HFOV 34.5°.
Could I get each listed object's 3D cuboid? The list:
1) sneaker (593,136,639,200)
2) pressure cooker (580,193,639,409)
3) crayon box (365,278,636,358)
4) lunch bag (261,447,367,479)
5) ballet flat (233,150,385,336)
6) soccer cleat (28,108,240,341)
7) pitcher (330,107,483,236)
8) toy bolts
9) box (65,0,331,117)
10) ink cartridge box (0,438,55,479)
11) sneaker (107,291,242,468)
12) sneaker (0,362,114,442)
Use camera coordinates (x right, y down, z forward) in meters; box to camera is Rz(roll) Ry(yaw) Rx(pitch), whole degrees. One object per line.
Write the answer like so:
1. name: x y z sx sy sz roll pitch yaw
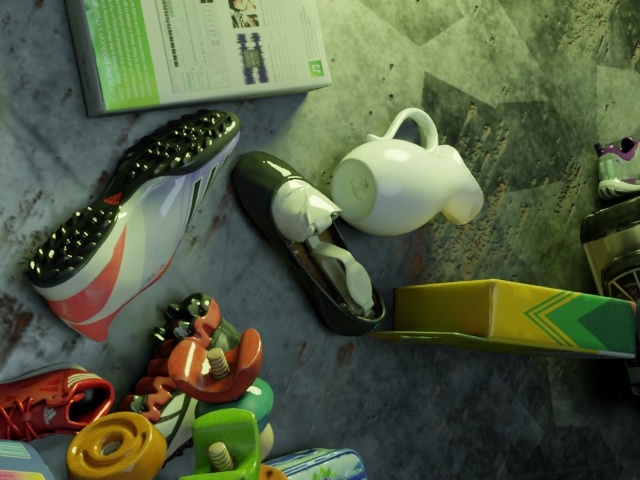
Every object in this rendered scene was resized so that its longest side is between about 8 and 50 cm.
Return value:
1. sneaker: 0.539 -0.126 1.675 0.223 0.083 0.098 -8 85 -33
2. pressure cooker: 0.610 0.105 1.495 0.375 0.370 0.421 -18 86 10
3. crayon box: 0.242 0.107 1.385 0.318 0.202 0.081 9 80 -33
4. lunch bag: -0.035 0.351 1.252 0.219 0.090 0.176 -11 89 -35
5. ballet flat: 0.000 0.000 1.298 0.095 0.096 0.280 -44 109 -28
6. soccer cleat: -0.194 -0.026 1.183 0.318 0.108 0.116 -51 134 -29
7. pitcher: 0.105 -0.095 1.374 0.207 0.125 0.178 -8 69 -44
8. toy bolts: -0.123 0.225 1.062 0.228 0.218 0.159 -77 155 -53
9. box: -0.149 -0.281 1.251 0.322 0.058 0.232 -12 92 -35
10. ink cartridge box: -0.396 0.320 0.917 0.270 0.151 0.396 11 96 -31
11. sneaker: -0.165 0.201 1.171 0.135 0.097 0.276 40 65 -22
12. sneaker: -0.316 0.178 1.055 0.221 0.128 0.087 -23 98 -34
